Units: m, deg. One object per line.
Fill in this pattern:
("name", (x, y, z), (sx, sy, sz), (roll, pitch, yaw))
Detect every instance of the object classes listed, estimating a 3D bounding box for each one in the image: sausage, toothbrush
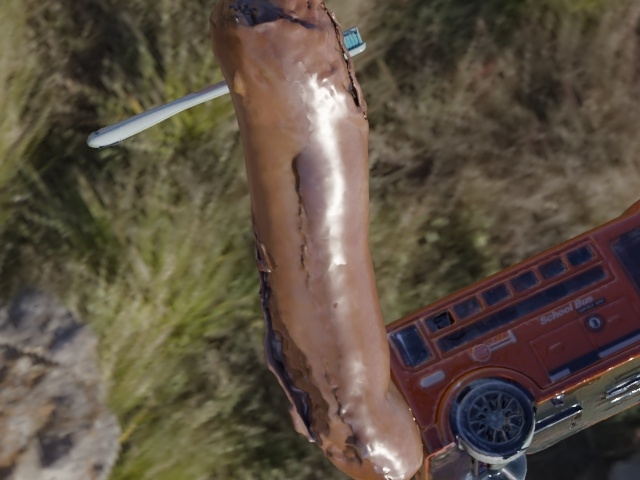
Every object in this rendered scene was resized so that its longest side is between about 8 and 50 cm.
("sausage", (0.000, 0.000, 0.908), (0.078, 0.078, 0.304), (-31, 121, -39))
("toothbrush", (-0.064, -0.101, 1.179), (0.204, 0.017, 0.022), (-22, 105, -2))

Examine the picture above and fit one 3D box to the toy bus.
("toy bus", (0.208, 0.075, 1.322), (0.329, 0.143, 0.153), (-24, 67, -6))
